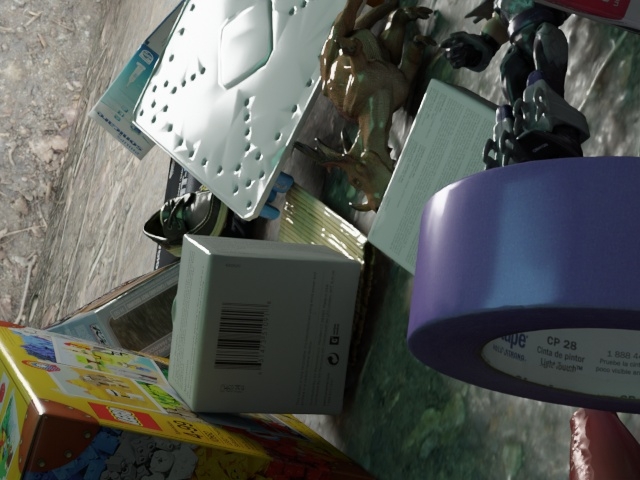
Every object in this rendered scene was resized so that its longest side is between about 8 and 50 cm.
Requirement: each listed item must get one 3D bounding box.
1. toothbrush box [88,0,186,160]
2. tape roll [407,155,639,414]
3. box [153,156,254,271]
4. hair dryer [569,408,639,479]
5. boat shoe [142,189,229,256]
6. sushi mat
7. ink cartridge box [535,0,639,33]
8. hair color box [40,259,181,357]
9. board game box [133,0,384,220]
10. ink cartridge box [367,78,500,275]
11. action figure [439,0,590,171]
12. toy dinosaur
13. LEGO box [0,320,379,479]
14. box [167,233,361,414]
[{"bbox_3d":[-0.234,-0.288,2.151,0.216,0.126,0.295,-54,11,-32],"label":"toothbrush box"},{"bbox_3d":[0.194,0.039,0.813,0.275,0.275,0.090,-27,52,61],"label":"tape roll"},{"bbox_3d":[-0.175,-0.093,2.069,0.293,0.073,0.295,-30,49,59],"label":"box"},{"bbox_3d":[0.190,0.261,0.942,0.223,0.080,0.293,-19,58,65],"label":"hair dryer"},{"bbox_3d":[-0.197,-0.028,1.881,0.223,0.073,0.080,-26,52,62],"label":"boat shoe"},{"bbox_3d":[-0.002,0.031,1.609,0.316,0.019,0.151,-140,58,-66],"label":"sushi mat"},{"bbox_3d":[0.237,-0.193,0.916,0.172,0.237,0.100,-136,61,-65],"label":"ink cartridge box"},{"bbox_3d":[-0.297,0.131,2.019,0.113,0.185,0.374,62,153,-5],"label":"hair color box"},{"bbox_3d":[-0.086,-0.266,1.804,0.390,0.050,0.390,39,106,50],"label":"board game box"},{"bbox_3d":[0.156,-0.032,1.283,0.232,0.066,0.189,37,111,44],"label":"ink cartridge box"},{"bbox_3d":[0.191,-0.173,1.177,0.185,0.099,0.285,-39,39,48],"label":"action figure"},{"bbox_3d":[0.042,-0.183,1.545,0.295,0.127,0.200,-93,21,-50],"label":"toy dinosaur"},{"bbox_3d":[-0.210,0.262,1.516,0.500,0.372,0.193,20,94,68],"label":"LEGO box"},{"bbox_3d":[-0.066,0.095,1.473,0.119,0.182,0.181,-151,67,-66],"label":"box"}]
